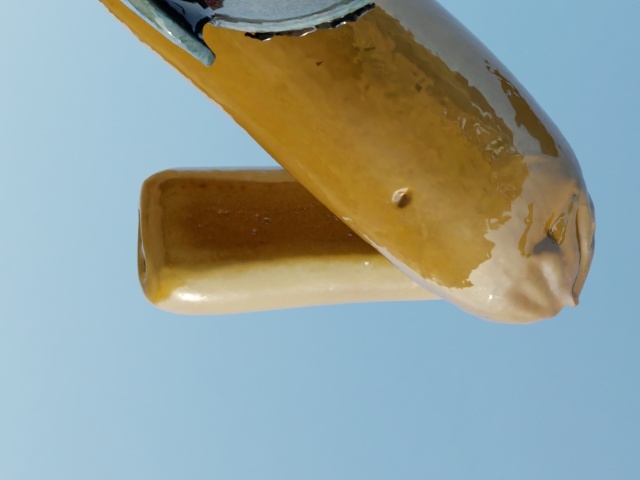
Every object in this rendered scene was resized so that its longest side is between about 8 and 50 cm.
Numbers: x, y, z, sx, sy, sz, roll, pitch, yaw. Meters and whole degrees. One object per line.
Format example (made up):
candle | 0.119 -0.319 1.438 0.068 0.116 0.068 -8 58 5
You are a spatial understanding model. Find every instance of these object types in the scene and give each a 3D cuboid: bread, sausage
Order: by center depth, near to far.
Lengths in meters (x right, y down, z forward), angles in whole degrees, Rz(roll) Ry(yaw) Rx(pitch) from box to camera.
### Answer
sausage | 0.024 -0.087 0.776 0.134 0.354 0.116 -51 180 -20
bread | 0.000 0.000 0.871 0.074 0.239 0.092 128 -44 -62

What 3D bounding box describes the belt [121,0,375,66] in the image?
belt | -0.025 -0.199 0.542 0.206 0.116 0.267 5 -105 16
